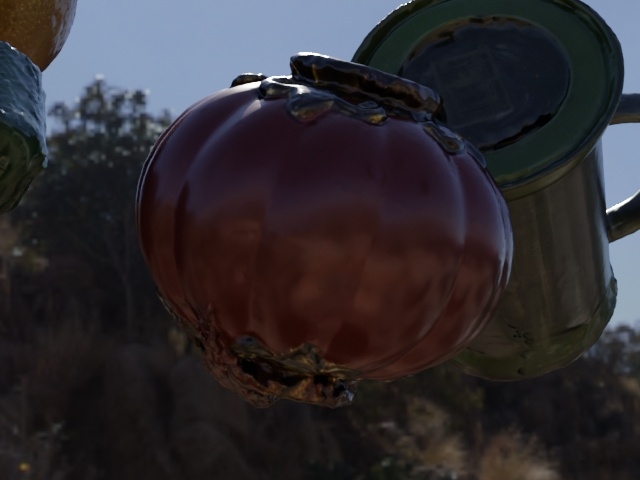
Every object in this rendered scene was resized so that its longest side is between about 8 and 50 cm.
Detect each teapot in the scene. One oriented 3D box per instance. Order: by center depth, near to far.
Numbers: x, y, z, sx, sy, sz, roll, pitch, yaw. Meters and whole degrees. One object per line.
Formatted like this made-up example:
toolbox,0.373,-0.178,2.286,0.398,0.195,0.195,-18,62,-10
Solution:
teapot,0.174,-0.035,1.000,0.271,0.200,0.337,-17,-36,3

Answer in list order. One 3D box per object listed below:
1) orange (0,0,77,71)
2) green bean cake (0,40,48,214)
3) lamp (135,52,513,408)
orange,-0.384,-0.267,1.258,0.274,0.274,0.274,-4,-18,-1
green bean cake,-0.402,-0.089,0.917,0.308,0.169,0.300,-36,-50,18
lamp,0.000,0.000,0.721,0.227,0.226,0.227,-4,-18,-1
